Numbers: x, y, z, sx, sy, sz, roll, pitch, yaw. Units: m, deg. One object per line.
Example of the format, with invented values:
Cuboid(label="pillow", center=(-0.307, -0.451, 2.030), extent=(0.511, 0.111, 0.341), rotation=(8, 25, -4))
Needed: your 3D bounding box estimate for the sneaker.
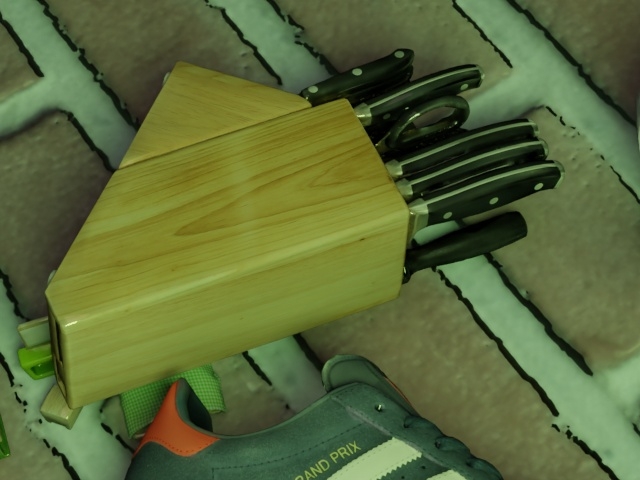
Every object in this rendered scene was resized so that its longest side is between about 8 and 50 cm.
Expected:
Cuboid(label="sneaker", center=(0.059, 0.138, 1.042), extent=(0.350, 0.131, 0.148), rotation=(5, 63, 12))

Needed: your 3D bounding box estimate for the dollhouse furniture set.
Cuboid(label="dollhouse furniture set", center=(-0.137, 0.079, 1.150), extent=(0.152, 0.058, 0.076), rotation=(-17, 58, -3))

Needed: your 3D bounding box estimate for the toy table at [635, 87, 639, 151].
Cuboid(label="toy table", center=(0.314, -0.031, 1.063), extent=(0.274, 0.252, 0.161), rotation=(-11, 41, 14))

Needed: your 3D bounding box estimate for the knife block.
Cuboid(label="knife block", center=(0.000, 0.000, 1.142), extent=(0.242, 0.088, 0.275), rotation=(18, 54, 11))
